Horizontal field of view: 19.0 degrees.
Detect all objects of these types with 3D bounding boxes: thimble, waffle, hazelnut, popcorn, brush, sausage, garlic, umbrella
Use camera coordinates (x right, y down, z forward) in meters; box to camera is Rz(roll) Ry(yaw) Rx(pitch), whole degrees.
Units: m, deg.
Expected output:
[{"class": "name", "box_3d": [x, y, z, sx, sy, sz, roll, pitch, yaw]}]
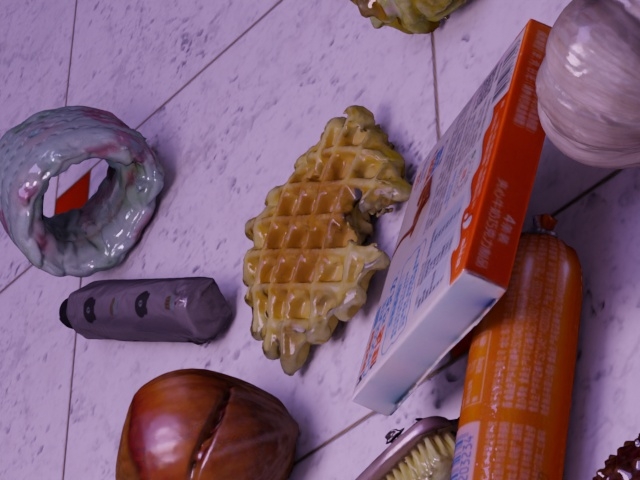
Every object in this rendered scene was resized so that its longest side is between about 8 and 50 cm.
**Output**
[{"class": "thimble", "box_3d": [-0.294, -0.067, 2.335, 0.211, 0.185, 0.149, -29, 32, -10]}, {"class": "waffle", "box_3d": [-0.002, -0.001, 1.949, 0.250, 0.056, 0.261, -49, 35, 23]}, {"class": "hazelnut", "box_3d": [-0.111, 0.212, 1.858, 0.182, 0.182, 0.182, -36, 39, 38]}, {"class": "popcorn", "box_3d": [0.103, -0.284, 1.952, 0.141, 0.162, 0.135, 8, 36, 36]}, {"class": "brush", "box_3d": [0.026, 0.268, 1.692, 0.313, 0.072, 0.067, -47, 48, 28]}, {"class": "sausage", "box_3d": [0.163, 0.117, 1.570, 0.093, 0.093, 0.312, -23, 48, 48]}, {"class": "garlic", "box_3d": [0.295, -0.124, 1.508, 0.212, 0.218, 0.218, 45, 109, 20]}, {"class": "umbrella", "box_3d": [-0.211, 0.080, 2.188, 0.337, 0.067, 0.073, -3, 107, 56]}]

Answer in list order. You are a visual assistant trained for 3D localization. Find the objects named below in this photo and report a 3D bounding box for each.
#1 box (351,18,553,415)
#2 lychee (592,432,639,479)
[{"class": "box", "box_3d": [0.120, -0.016, 1.661, 0.265, 0.048, 0.273, 127, 164, -56]}, {"class": "lychee", "box_3d": [0.259, 0.210, 1.278, 0.188, 0.188, 0.188, -36, 39, 38]}]
